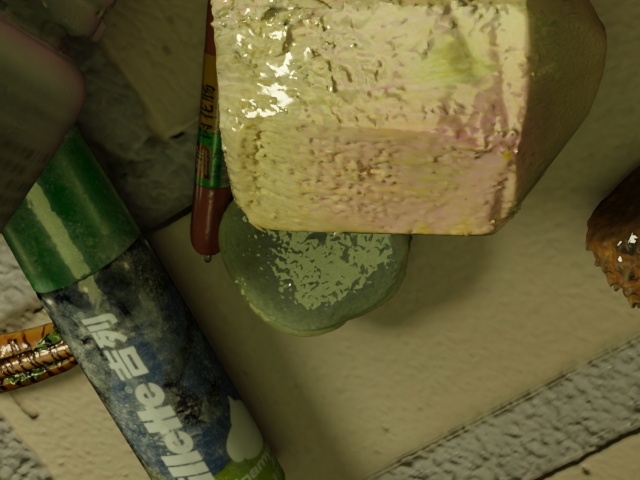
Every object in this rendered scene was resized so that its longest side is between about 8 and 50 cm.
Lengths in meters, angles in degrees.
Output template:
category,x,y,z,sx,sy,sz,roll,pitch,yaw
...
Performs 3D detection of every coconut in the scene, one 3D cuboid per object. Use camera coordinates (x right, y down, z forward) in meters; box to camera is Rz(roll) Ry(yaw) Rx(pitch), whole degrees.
category,x,y,z,sx,sy,sz,roll,pitch,yaw
coconut,0.059,-0.117,0.945,0.245,0.233,0.233,-3,112,6

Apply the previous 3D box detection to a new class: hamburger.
category,x,y,z,sx,sy,sz,roll,pitch,yaw
hamburger,0.000,0.000,1.085,0.140,0.062,0.133,-23,105,15

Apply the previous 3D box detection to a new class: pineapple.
category,x,y,z,sx,sy,sz,roll,pitch,yaw
pineapple,0.315,0.060,1.064,0.277,0.119,0.130,49,63,-16

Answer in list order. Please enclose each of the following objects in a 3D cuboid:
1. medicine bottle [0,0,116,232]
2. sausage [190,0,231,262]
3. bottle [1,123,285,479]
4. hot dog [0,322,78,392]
category,x,y,z,sx,sy,sz,roll,pitch,yaw
medicine bottle,-0.261,-0.143,0.920,0.256,0.256,0.325,34,94,-9
sausage,-0.074,-0.086,1.072,0.029,0.029,0.223,7,112,1
bottle,-0.141,0.070,1.106,0.093,0.093,0.330,-24,108,13
hot dog,-0.239,0.094,1.153,0.122,0.037,0.049,-17,113,12
